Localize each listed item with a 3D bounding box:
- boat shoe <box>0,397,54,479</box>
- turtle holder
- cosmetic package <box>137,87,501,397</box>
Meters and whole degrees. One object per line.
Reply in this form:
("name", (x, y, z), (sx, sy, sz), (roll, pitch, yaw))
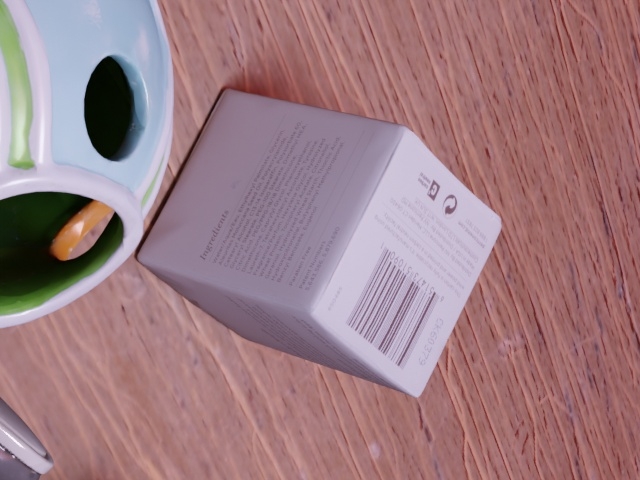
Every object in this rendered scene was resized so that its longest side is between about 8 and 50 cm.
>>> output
("boat shoe", (-0.296, 0.046, 0.987), (0.095, 0.335, 0.112), (-52, 180, -2))
("turtle holder", (-0.200, -0.094, 0.940), (0.243, 0.227, 0.320), (-25, 154, -5))
("cosmetic package", (0.000, 0.000, 1.362), (0.151, 0.184, 0.151), (41, 71, -47))
